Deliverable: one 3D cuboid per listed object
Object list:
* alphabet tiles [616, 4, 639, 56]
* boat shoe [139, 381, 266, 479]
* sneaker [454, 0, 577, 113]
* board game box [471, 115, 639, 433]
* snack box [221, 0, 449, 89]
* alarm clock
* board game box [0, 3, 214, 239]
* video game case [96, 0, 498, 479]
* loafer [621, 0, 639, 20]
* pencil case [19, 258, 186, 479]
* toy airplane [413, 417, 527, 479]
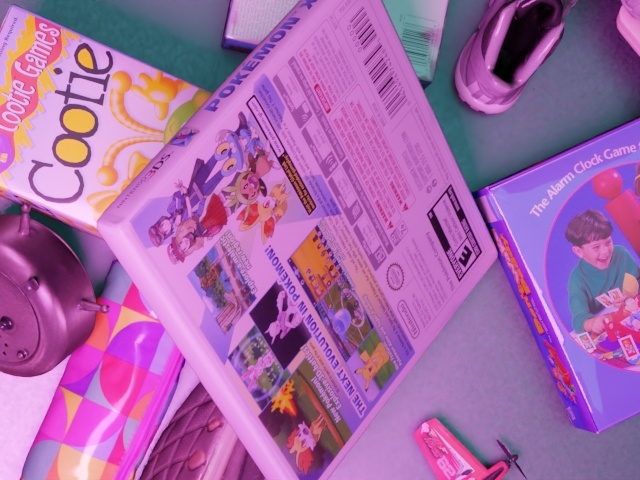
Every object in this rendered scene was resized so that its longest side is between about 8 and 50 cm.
[{"bbox_3d":[0.411,-0.219,1.395,0.284,0.021,0.278,-31,68,-10],"label":"alphabet tiles"},{"bbox_3d":[-0.094,0.270,1.336,0.130,0.132,0.355,23,87,-24],"label":"boat shoe"},{"bbox_3d":[0.195,-0.220,1.370,0.086,0.132,0.229,22,86,-5],"label":"sneaker"},{"bbox_3d":[0.340,-0.009,1.407,0.347,0.078,0.233,-24,91,-7],"label":"board game box"},{"bbox_3d":[0.035,-0.309,1.391,0.187,0.060,0.322,12,87,-7],"label":"snack box"},{"bbox_3d":[-0.261,0.056,1.297,0.129,0.192,0.064,52,44,-4],"label":"alarm clock"},{"bbox_3d":[-0.152,-0.065,1.319,0.275,0.144,0.142,23,85,-5],"label":"board game box"},{"bbox_3d":[0.000,0.000,1.253,0.300,0.036,0.329,-50,133,-25],"label":"video game case"},{"bbox_3d":[0.284,-0.347,1.372,0.112,0.111,0.320,-10,72,0],"label":"loafer"},{"bbox_3d":[-0.170,0.135,1.332,0.104,0.104,0.236,20,86,-6],"label":"pencil case"},{"bbox_3d":[0.116,0.237,1.397,0.151,0.028,0.151,0,87,-6],"label":"toy airplane"}]
